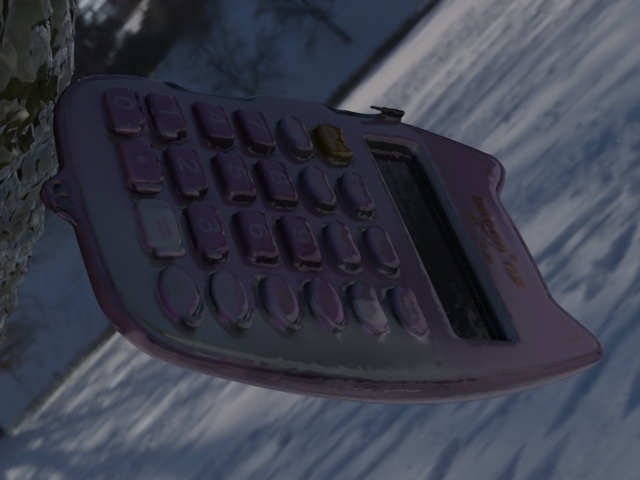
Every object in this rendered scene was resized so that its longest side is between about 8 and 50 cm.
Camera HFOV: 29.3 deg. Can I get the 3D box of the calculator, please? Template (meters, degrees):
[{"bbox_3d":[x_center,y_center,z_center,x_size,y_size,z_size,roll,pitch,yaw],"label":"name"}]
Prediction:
[{"bbox_3d":[-0.001,0.001,0.603,0.043,0.294,0.194,-53,44,36],"label":"calculator"}]

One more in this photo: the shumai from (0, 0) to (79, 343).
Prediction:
[{"bbox_3d":[-0.309,-0.013,0.526,0.397,0.323,0.324,-64,4,9],"label":"shumai"}]
